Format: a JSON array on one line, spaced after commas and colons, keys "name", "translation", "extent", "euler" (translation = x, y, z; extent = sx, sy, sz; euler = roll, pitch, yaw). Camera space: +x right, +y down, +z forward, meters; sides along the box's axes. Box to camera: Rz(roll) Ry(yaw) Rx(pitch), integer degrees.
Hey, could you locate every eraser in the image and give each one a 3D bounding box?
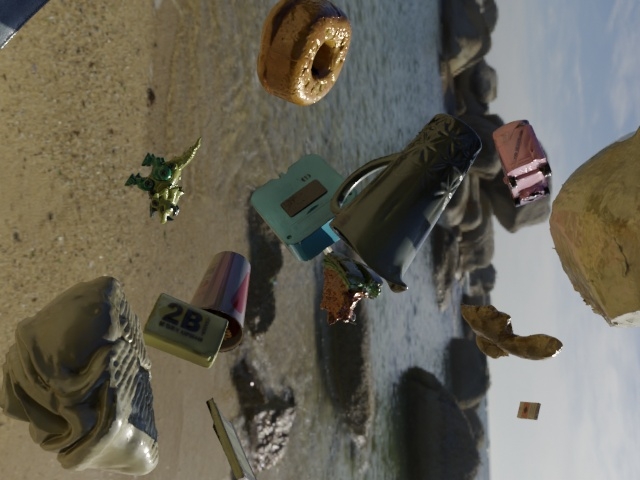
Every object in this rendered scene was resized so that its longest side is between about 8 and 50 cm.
[{"name": "eraser", "translation": [-0.303, 0.200, 1.293], "extent": [0.058, 0.172, 0.117], "euler": [-54, -165, 44]}]

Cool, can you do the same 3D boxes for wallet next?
[{"name": "wallet", "translation": [-0.641, -0.517, 1.165], "extent": [0.222, 0.036, 0.167], "euler": [-48, 142, -4]}]

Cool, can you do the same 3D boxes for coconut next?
[{"name": "coconut", "translation": [0.650, -0.050, 1.113], "extent": [0.404, 0.405, 0.404], "euler": [-2, 90, -74]}]

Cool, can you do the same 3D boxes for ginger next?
[{"name": "ginger", "translation": [0.386, 0.190, 1.193], "extent": [0.059, 0.214, 0.133], "euler": [-32, 108, -33]}]

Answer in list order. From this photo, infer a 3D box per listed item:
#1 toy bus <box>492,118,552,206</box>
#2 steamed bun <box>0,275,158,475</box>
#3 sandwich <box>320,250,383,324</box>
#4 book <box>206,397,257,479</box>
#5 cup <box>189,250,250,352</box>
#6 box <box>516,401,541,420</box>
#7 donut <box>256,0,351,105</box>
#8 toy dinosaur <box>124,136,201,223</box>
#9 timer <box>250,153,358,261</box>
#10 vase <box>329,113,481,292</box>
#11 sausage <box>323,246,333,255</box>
[{"name": "toy bus", "translation": [0.306, -0.112, 0.873], "extent": [0.203, 0.063, 0.090], "euler": [28, 44, -65]}, {"name": "steamed bun", "translation": [-0.418, 0.247, 1.006], "extent": [0.324, 0.219, 0.309], "euler": [90, -15, -52]}, {"name": "sandwich", "translation": [0.063, 0.127, 1.509], "extent": [0.160, 0.109, 0.185], "euler": [-65, -150, 12]}, {"name": "book", "translation": [-0.171, 0.411, 1.138], "extent": [0.157, 0.026, 0.231], "euler": [60, -12, 27]}, {"name": "cup", "translation": [-0.306, 0.176, 1.797], "extent": [0.288, 0.203, 0.203], "euler": [-83, 163, -50]}, {"name": "box", "translation": [0.552, 0.452, 1.535], "extent": [0.083, 0.012, 0.046], "euler": [134, -23, -71]}, {"name": "donut", "translation": [-0.032, -0.385, 1.174], "extent": [0.226, 0.114, 0.226], "euler": [-50, 158, -28]}, {"name": "toy dinosaur", "translation": [-0.415, -0.183, 1.559], "extent": [0.259, 0.153, 0.094], "euler": [-60, -173, 6]}, {"name": "timer", "translation": [-0.037, -0.095, 1.542], "extent": [0.250, 0.232, 0.091], "euler": [50, -7, 36]}, {"name": "vase", "translation": [0.146, -0.084, 1.025], "extent": [0.301, 0.251, 0.156], "euler": [-51, 139, -5]}, {"name": "sausage", "translation": [0.000, 0.000, 1.861], "extent": [0.269, 0.033, 0.032], "euler": [55, 36, -63]}]
